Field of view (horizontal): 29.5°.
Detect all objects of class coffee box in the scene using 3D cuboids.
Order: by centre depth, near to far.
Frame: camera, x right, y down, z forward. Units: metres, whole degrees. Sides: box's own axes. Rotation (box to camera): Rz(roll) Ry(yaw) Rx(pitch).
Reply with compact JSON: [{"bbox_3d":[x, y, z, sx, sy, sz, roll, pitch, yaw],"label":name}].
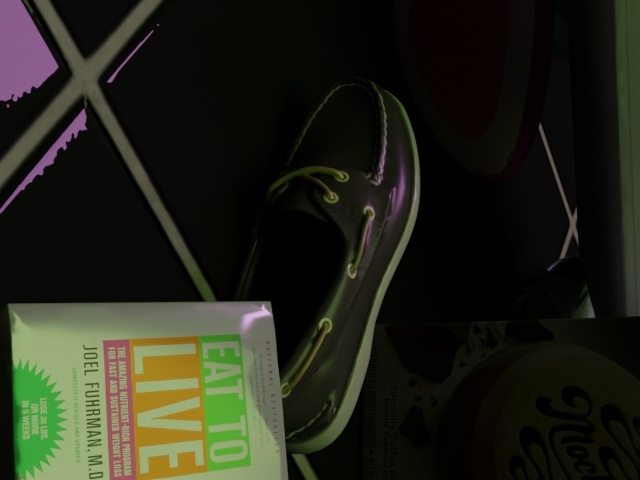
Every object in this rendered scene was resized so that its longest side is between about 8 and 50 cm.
[{"bbox_3d":[0.181,0.134,0.755,0.119,0.297,0.168,18,70,-58],"label":"coffee box"}]

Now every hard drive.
[{"bbox_3d":[0.211,-0.094,0.867,0.233,0.047,0.353,-83,165,-61],"label":"hard drive"}]

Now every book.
[{"bbox_3d":[-0.081,0.075,0.551,0.144,0.035,0.096,1,84,-43],"label":"book"}]

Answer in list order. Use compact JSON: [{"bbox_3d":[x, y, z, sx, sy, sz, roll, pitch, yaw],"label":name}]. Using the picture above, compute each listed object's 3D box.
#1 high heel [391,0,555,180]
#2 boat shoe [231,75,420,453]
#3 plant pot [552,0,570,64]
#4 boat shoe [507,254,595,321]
[{"bbox_3d":[0.146,-0.219,0.902,0.181,0.127,0.377,11,73,-48],"label":"high heel"},{"bbox_3d":[0.000,0.000,0.676,0.068,0.081,0.227,45,51,-53],"label":"boat shoe"},{"bbox_3d":[0.283,-0.290,1.051,0.271,0.272,0.255,50,61,-45],"label":"plant pot"},{"bbox_3d":[0.185,0.064,1.003,0.227,0.079,0.081,-29,102,-63],"label":"boat shoe"}]
